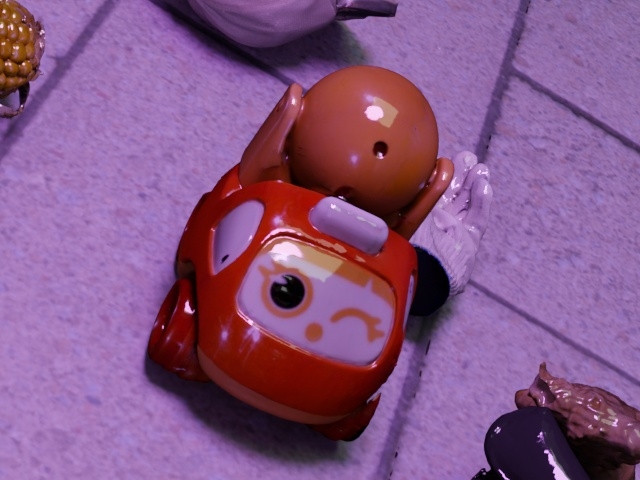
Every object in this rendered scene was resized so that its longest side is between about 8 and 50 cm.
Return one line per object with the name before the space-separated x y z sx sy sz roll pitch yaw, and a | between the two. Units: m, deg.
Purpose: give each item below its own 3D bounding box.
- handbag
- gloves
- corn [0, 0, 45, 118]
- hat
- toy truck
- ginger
handbag | 0.201 0.267 1.205 0.088 0.244 0.275 -28 65 -8
gloves | 0.097 -0.015 1.523 0.119 0.097 0.229 42 38 -11
corn | -0.365 -0.165 1.329 0.293 0.106 0.106 6 46 -30
hat | -0.053 -0.281 1.662 0.232 0.161 0.275 57 17 9
toy truck | 0.000 0.000 1.310 0.189 0.239 0.265 24 39 -15
ginger | 0.203 0.166 1.321 0.122 0.290 0.084 24 76 12
